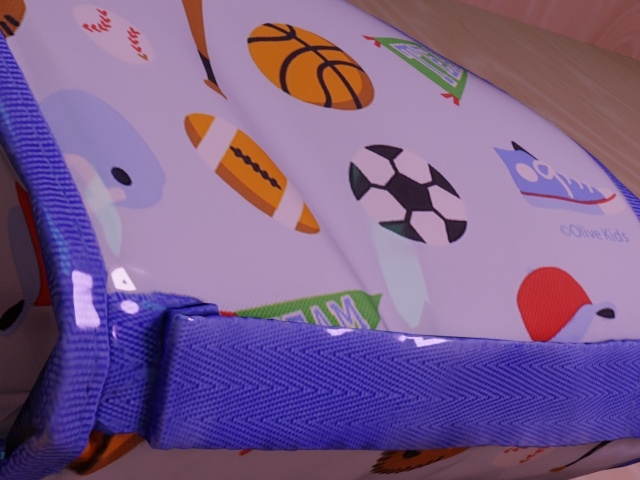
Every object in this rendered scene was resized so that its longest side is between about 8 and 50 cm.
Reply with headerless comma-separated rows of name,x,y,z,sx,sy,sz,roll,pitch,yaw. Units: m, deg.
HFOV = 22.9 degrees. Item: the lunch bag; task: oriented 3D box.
lunch bag,-0.080,-0.010,0.634,0.328,0.238,0.385,6,17,-46
